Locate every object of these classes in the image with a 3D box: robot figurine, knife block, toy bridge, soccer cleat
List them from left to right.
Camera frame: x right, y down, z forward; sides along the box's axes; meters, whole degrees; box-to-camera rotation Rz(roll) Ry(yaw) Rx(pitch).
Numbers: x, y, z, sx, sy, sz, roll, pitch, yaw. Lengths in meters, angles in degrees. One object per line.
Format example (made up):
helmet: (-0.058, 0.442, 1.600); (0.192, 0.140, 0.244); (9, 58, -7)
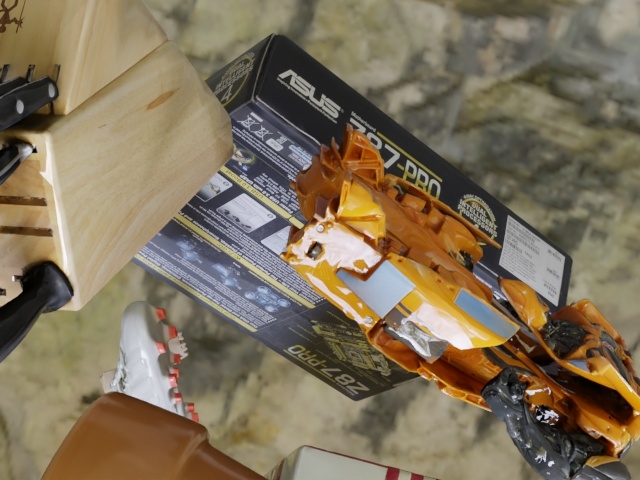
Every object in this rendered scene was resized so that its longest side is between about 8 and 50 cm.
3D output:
knife block: (-0.146, -0.011, 0.742); (0.088, 0.242, 0.275); (4, 161, 18)
soccer cleat: (-0.150, 0.125, 1.227); (0.076, 0.196, 0.068); (-6, -131, 1)
toy bridge: (-0.175, 0.124, 1.528); (0.063, 0.026, 0.188); (-17, 172, -28)
robot figurine: (0.106, 0.051, 0.985); (0.291, 0.085, 0.211); (36, -161, -12)

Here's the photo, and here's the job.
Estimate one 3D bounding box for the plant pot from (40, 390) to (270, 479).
plant pot: (-0.067, 0.251, 0.833); (0.204, 0.290, 0.291); (16, -161, 5)

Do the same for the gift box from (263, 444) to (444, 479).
gift box: (0.043, 0.358, 1.357); (0.255, 0.258, 0.276); (15, 160, -2)

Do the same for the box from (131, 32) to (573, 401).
box: (0.000, 0.000, 1.450); (0.395, 0.318, 0.097); (34, -130, -24)
